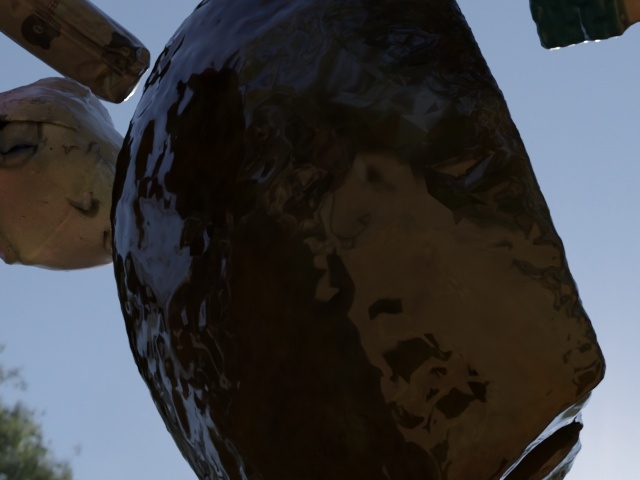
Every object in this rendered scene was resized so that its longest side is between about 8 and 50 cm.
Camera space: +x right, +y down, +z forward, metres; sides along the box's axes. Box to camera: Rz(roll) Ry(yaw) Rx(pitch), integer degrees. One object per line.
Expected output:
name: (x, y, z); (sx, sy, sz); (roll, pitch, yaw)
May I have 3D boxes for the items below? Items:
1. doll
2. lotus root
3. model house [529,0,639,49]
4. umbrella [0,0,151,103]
doll: (-0.155, -0.039, 0.837); (0.149, 0.192, 0.095); (36, -85, -21)
lotus root: (0.000, -0.004, 0.595); (0.210, 0.314, 0.142); (-32, -31, 2)
model house: (0.202, -0.265, 1.045); (0.324, 0.194, 0.267); (-15, -77, 11)
umbrella: (-0.285, -0.228, 1.176); (0.337, 0.073, 0.067); (36, -99, -17)
